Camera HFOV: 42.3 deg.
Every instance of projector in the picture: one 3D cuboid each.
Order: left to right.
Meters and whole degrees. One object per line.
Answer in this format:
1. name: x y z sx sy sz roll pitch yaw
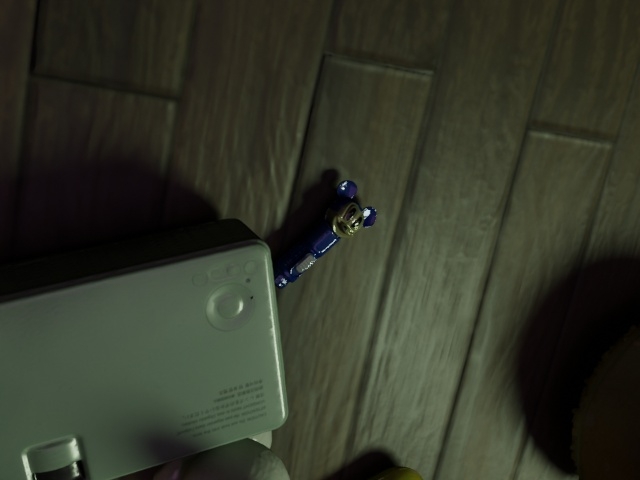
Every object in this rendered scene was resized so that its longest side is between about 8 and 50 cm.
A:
1. projector: -0.167 0.098 0.710 0.256 0.099 0.192 -14 112 -20

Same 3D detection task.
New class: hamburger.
1. hamburger: 0.429 0.221 0.973 0.302 0.170 0.302 -5 106 -19

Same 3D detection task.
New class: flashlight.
1. flashlight: 0.000 0.000 0.783 0.121 0.035 0.057 -43 120 -5

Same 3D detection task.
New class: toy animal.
1. toy animal: -0.065 0.243 0.738 0.130 0.221 0.104 -24 120 -16

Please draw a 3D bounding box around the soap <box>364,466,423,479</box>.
1. soap: 0.055 0.303 0.907 0.140 0.045 0.089 -27 114 -12
